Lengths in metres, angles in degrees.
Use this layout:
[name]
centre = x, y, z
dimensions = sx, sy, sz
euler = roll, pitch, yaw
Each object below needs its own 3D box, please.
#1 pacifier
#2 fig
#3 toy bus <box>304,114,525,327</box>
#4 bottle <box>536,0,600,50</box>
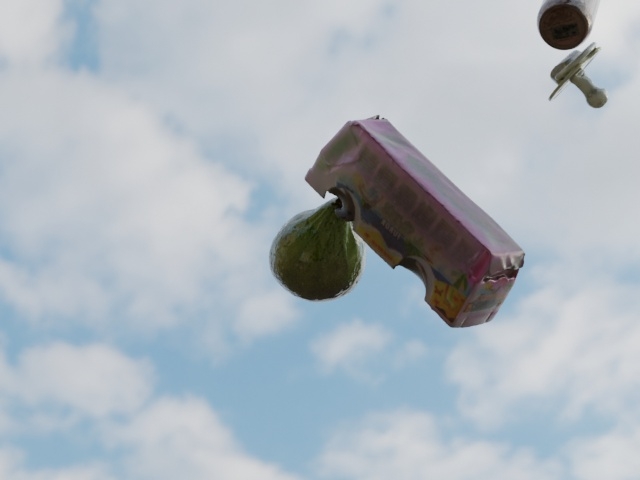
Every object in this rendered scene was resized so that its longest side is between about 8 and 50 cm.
[pacifier]
centre = 0.273, -0.165, 1.340
dimensions = 0.064, 0.083, 0.068
euler = 45, -39, 5
[fig]
centre = 0.000, 0.000, 1.603
dimensions = 0.123, 0.123, 0.156
euler = 7, -50, -1
[toy bus]
centre = 0.104, -0.026, 1.464
dimensions = 0.090, 0.274, 0.112
euler = -7, -46, -47
[bottle]
centre = 0.241, -0.229, 1.252
dimensions = 0.053, 0.140, 0.053
euler = 9, -58, 14
